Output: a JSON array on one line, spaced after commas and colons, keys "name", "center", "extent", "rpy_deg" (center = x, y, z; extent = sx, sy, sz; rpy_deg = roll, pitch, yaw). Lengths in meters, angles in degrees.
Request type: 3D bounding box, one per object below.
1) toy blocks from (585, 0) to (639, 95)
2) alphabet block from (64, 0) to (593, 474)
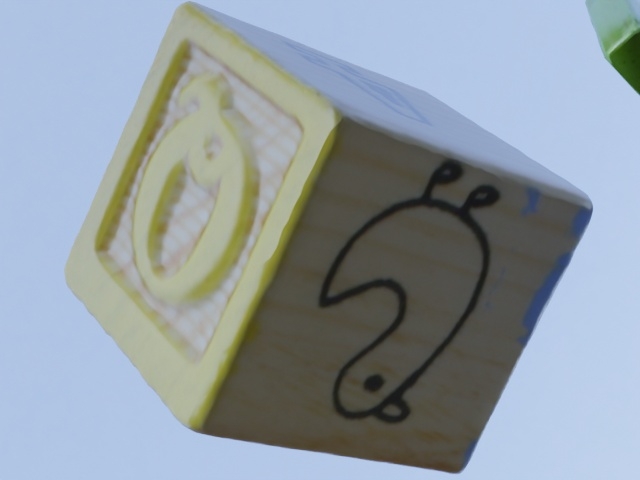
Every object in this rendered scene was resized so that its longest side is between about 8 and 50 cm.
[{"name": "toy blocks", "center": [0.291, -0.022, 0.371], "extent": [0.381, 0.191, 0.261], "rpy_deg": [41, -69, -14]}, {"name": "alphabet block", "center": [0.000, 0.000, 0.848], "extent": [0.197, 0.193, 0.192], "rpy_deg": [14, -75, -38]}]
